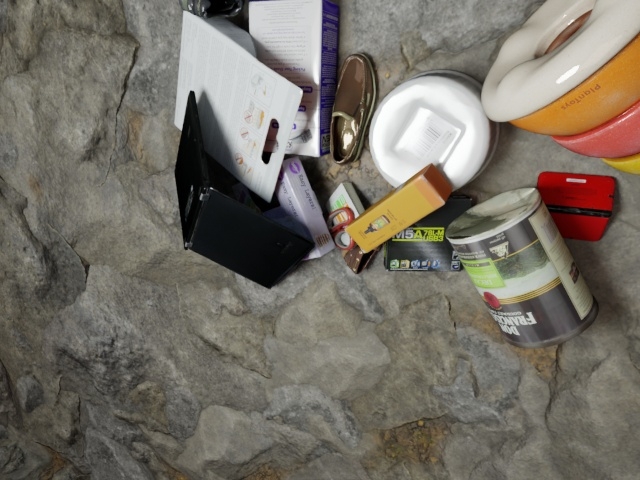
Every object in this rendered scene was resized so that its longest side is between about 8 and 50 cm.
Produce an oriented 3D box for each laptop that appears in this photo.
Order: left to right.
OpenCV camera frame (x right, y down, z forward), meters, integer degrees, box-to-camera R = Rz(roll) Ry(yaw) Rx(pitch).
[{"bbox_3d":[-0.228,-0.101,1.150,0.382,0.237,0.407,-44,55,58],"label":"laptop"}]

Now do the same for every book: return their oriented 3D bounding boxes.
[{"bbox_3d":[0.070,-0.060,1.102,0.096,0.035,0.144,-48,57,42],"label":"book"}]

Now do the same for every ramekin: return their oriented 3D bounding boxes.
[{"bbox_3d":[0.240,-0.227,0.948,0.278,0.135,0.276,8,111,21],"label":"ramekin"}]

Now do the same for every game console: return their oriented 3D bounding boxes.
[{"bbox_3d":[0.539,-0.074,0.942,0.144,0.085,0.123,8,80,20],"label":"game console"}]

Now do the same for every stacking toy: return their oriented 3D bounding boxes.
[{"bbox_3d":[0.563,-0.227,0.759,0.480,0.350,0.350,37,120,-13],"label":"stacking toy"}]

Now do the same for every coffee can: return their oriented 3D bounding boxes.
[{"bbox_3d":[0.420,0.056,0.919,0.202,0.201,0.275,-27,101,29],"label":"coffee can"}]

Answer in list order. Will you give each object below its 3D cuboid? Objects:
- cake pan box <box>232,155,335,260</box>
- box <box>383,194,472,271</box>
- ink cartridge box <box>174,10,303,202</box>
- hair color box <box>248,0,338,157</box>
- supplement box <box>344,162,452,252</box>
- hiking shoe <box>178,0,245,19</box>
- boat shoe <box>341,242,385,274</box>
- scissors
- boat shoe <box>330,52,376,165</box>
[{"bbox_3d":[-0.104,-0.071,1.149,0.246,0.070,0.266,-12,103,47],"label":"cake pan box"},{"bbox_3d":[0.250,-0.017,1.035,0.191,0.045,0.184,1,113,-1],"label":"box"},{"bbox_3d":[-0.196,-0.324,1.053,0.385,0.091,0.308,39,133,19],"label":"ink cartridge box"},{"bbox_3d":[-0.063,-0.380,1.041,0.185,0.110,0.338,10,110,22],"label":"hair color box"},{"bbox_3d":[0.162,-0.064,0.932,0.078,0.080,0.233,49,130,-6],"label":"supplement box"},{"bbox_3d":[-0.199,-0.553,0.986,0.114,0.227,0.086,43,155,17],"label":"hiking shoe"},{"bbox_3d":[0.132,0.001,1.105,0.206,0.073,0.073,-58,48,36],"label":"boat shoe"},{"bbox_3d":[0.000,0.000,1.165,0.297,0.021,0.108,-26,77,53],"label":"scissors"},{"bbox_3d":[0.070,-0.300,1.017,0.095,0.095,0.257,11,112,20],"label":"boat shoe"}]
